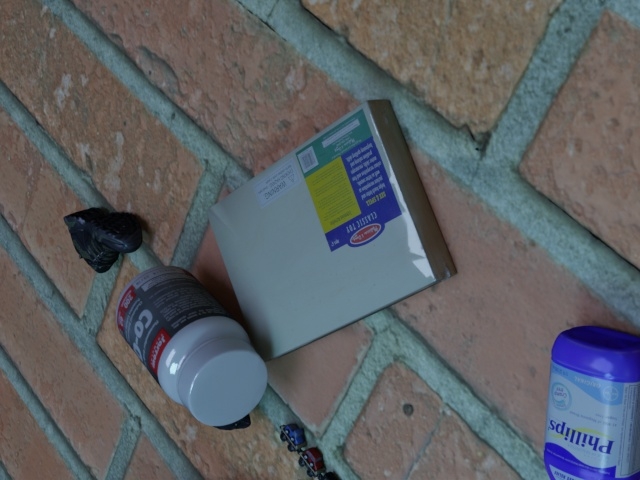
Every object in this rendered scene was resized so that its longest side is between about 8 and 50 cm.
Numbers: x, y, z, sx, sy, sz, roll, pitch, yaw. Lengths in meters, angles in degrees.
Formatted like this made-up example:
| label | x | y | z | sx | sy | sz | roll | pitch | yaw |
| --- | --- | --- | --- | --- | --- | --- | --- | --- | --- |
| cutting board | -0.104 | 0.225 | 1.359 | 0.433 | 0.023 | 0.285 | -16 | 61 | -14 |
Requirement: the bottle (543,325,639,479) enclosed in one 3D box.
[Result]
| label | x | y | z | sx | sy | sz | roll | pitch | yaw |
| --- | --- | --- | --- | --- | --- | --- | --- | --- | --- |
| bottle | 0.325 | 0.248 | 1.183 | 0.118 | 0.092 | 0.283 | 16 | 109 | 45 |

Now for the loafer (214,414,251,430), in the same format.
| label | x | y | z | sx | sy | sz | roll | pitch | yaw |
| --- | --- | --- | --- | --- | --- | --- | --- | --- | --- |
| loafer | -0.190 | 0.256 | 1.716 | 0.076 | 0.078 | 0.223 | -56 | 39 | 6 |

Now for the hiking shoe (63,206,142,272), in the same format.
| label | x | y | z | sx | sy | sz | roll | pitch | yaw |
| --- | --- | --- | --- | --- | --- | --- | --- | --- | --- |
| hiking shoe | -0.400 | 0.007 | 1.890 | 0.226 | 0.086 | 0.114 | 16 | 122 | 48 |

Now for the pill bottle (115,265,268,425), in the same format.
| label | x | y | z | sx | sy | sz | roll | pitch | yaw |
| --- | --- | --- | --- | --- | --- | --- | --- | --- | --- |
| pill bottle | -0.211 | 0.168 | 1.621 | 0.283 | 0.161 | 0.161 | 38 | 124 | 50 |

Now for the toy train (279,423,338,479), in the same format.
| label | x | y | z | sx | sy | sz | roll | pitch | yaw |
| --- | --- | --- | --- | --- | --- | --- | --- | --- | --- |
| toy train | -0.015 | 0.351 | 1.592 | 0.158 | 0.027 | 0.036 | 48 | 124 | 27 |

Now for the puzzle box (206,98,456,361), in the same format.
| label | x | y | z | sx | sy | sz | roll | pitch | yaw |
| --- | --- | --- | --- | --- | --- | --- | --- | --- | --- |
| puzzle box | 0.000 | 0.000 | 1.493 | 0.409 | 0.052 | 0.272 | -29 | 77 | 44 |
